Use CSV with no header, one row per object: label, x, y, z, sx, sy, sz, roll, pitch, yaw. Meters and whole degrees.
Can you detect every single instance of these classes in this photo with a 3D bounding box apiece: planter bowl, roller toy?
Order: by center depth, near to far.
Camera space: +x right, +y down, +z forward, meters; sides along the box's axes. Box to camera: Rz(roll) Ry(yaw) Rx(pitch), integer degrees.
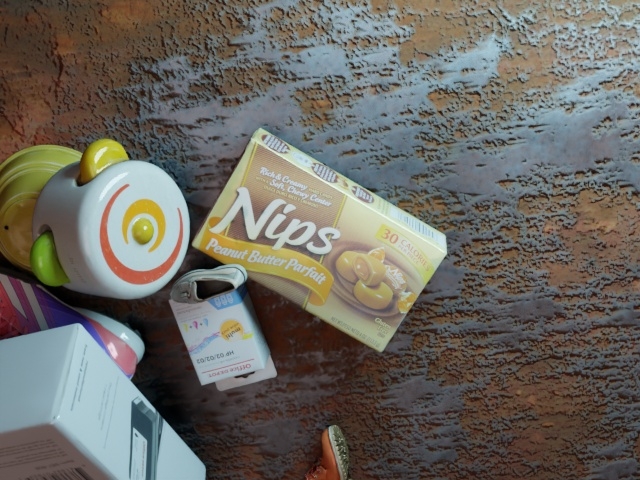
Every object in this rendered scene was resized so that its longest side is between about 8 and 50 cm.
roller toy,-0.283,-0.019,1.408,0.146,0.191,0.209,5,75,41
planter bowl,-0.403,-0.025,1.487,0.217,0.090,0.217,2,108,6

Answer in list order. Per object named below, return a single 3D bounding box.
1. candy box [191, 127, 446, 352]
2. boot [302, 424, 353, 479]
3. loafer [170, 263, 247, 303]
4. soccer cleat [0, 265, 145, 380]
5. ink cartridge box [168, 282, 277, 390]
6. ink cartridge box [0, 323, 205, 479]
candy box,0.000,0.000,1.454,0.317,0.087,0.182,30,108,-3
boot,0.006,0.361,1.582,0.085,0.059,0.157,-3,108,12
loafer,-0.164,0.066,1.440,0.125,0.039,0.045,-18,114,24
soccer cleat,-0.424,0.135,1.511,0.318,0.116,0.108,25,139,-4
ink cartridge box,-0.143,0.148,1.527,0.104,0.061,0.181,-16,104,11
ink cartridge box,-0.377,0.318,1.452,0.286,0.166,0.395,-13,135,16
